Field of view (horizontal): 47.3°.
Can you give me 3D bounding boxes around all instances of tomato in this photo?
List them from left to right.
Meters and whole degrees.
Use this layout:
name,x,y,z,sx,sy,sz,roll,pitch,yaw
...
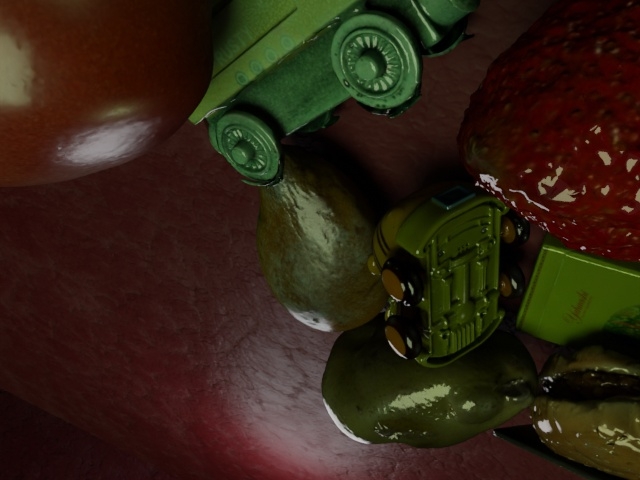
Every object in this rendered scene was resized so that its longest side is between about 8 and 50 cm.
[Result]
name,x,y,z,sx,sy,sz,roll,pitch,yaw
tomato,-0.265,-0.213,0.658,0.342,0.273,0.341,25,131,32

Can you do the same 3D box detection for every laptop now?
name,x,y,z,sx,sy,sz,roll,pitch,yaw
laptop,0.412,0.331,1.087,0.269,0.015,0.188,18,-176,39

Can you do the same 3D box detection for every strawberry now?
name,x,y,z,sx,sy,sz,roll,pitch,yaw
strawberry,0.246,-0.096,0.601,0.257,0.277,0.257,53,156,36

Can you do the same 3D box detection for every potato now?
name,x,y,z,sx,sy,sz,roll,pitch,yaw
potato,0.155,0.202,1.075,0.218,0.202,0.351,11,168,-38

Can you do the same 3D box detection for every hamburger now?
name,x,y,z,sx,sy,sz,roll,pitch,yaw
hamburger,0.423,0.250,0.963,0.284,0.144,0.259,14,161,11

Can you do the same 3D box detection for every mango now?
name,x,y,z,sx,sy,sz,roll,pitch,yaw
mango,0.000,0.000,1.004,0.193,0.146,0.316,2,131,25

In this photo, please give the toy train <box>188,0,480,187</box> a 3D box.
name,x,y,z,sx,sy,sz,roll,pitch,yaw
toy train,-0.031,-0.222,0.756,0.397,0.160,0.253,-22,112,48

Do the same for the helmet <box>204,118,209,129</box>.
name,x,y,z,sx,sy,sz,roll,pitch,yaw
helmet,-0.112,-0.152,0.968,0.111,0.057,0.089,36,141,-8

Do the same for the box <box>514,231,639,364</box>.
name,x,y,z,sx,sy,sz,roll,pitch,yaw
box,0.427,0.100,0.914,0.335,0.047,0.187,17,142,15

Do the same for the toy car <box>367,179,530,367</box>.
name,x,y,z,sx,sy,sz,roll,pitch,yaw
toy car,0.144,0.032,0.918,0.142,0.201,0.247,37,141,46
